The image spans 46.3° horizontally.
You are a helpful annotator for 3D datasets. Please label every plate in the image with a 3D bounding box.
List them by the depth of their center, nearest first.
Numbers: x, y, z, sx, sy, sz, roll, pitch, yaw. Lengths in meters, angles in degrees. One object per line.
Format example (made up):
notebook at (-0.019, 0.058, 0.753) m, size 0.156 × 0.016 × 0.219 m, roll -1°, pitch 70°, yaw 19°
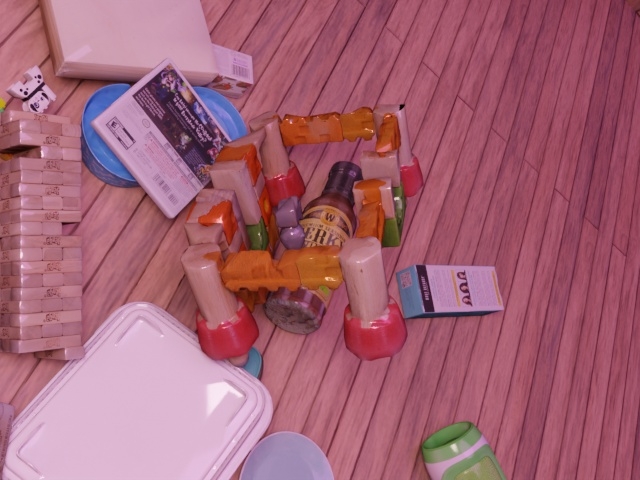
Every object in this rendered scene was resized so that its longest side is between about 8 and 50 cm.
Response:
plate at (-0.056, 0.406, 1.212) m, size 0.188 × 0.024 × 0.188 m, roll 14°, pitch 65°, yaw -32°

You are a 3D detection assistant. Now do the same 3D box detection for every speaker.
speaker at (0.300, 0.492, 1.385) m, size 0.131 × 0.131 × 0.297 m, roll -26°, pitch 89°, yaw -41°

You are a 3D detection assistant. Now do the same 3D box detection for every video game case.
video game case at (-0.239, -0.161, 1.180) m, size 0.173 × 0.022 × 0.190 m, roll -50°, pitch 117°, yaw -29°

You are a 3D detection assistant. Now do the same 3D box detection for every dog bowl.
dog bowl at (-0.262, -0.167, 1.248) m, size 0.297 × 0.074 × 0.166 m, roll -8°, pitch 78°, yaw -39°

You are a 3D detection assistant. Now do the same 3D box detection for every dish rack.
dish rack at (-0.247, 0.254, 1.015) m, size 0.285 × 0.072 × 0.333 m, roll 36°, pitch 59°, yaw 4°

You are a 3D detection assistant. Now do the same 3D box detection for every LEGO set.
LEGO set at (-0.465, -0.138, 1.073) m, size 0.093 × 0.087 × 0.227 m, roll 53°, pitch 51°, yaw -30°

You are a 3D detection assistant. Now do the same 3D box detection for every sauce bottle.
sauce bottle at (0.000, 0.000, 1.362) m, size 0.111 × 0.111 × 0.345 m, roll 35°, pitch 54°, yaw -22°

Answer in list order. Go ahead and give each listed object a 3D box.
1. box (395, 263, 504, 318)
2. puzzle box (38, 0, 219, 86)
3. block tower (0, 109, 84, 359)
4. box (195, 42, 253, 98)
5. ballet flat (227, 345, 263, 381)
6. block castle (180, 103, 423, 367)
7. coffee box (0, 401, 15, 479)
box at (0.273, 0.107, 1.559) m, size 0.244 × 0.060 × 0.101 m, roll 3°, pitch 70°, yaw -37°
puzzle box at (-0.339, -0.452, 1.237) m, size 0.272 × 0.052 × 0.409 m, roll -5°, pitch 73°, yaw -39°
block tower at (-0.386, -0.005, 1.017) m, size 0.097 × 0.090 × 0.336 m, roll -1°, pitch 87°, yaw -47°
box at (-0.270, -0.326, 1.313) m, size 0.323 × 0.063 × 0.067 m, roll 9°, pitch 65°, yaw -35°
ballet flat at (-0.186, 0.274, 1.119) m, size 0.095 × 0.096 × 0.280 m, roll 34°, pitch 59°, yaw 8°
block castle at (-0.009, -0.013, 1.140) m, size 0.453 × 0.302 × 0.213 m, roll -75°, pitch 158°, yaw -51°
coffee box at (-0.468, 0.230, 0.832) m, size 0.246 × 0.098 × 0.141 m, roll 55°, pitch 34°, yaw -62°
